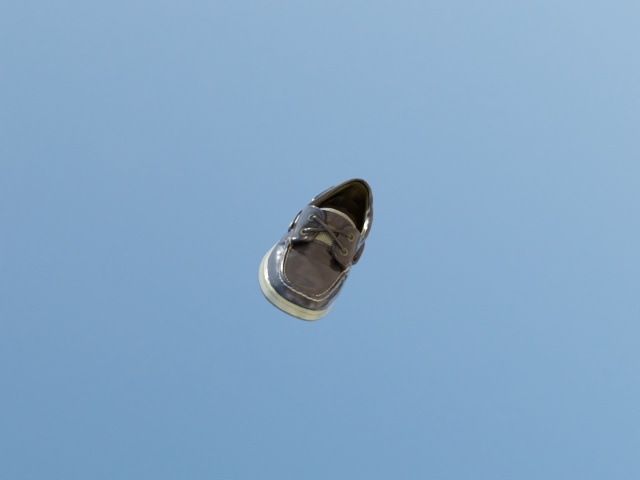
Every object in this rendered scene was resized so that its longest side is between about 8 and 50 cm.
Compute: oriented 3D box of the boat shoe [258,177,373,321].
[{"bbox_3d":[0.000,0.000,1.049,0.056,0.049,0.152,28,-153,-3],"label":"boat shoe"}]
